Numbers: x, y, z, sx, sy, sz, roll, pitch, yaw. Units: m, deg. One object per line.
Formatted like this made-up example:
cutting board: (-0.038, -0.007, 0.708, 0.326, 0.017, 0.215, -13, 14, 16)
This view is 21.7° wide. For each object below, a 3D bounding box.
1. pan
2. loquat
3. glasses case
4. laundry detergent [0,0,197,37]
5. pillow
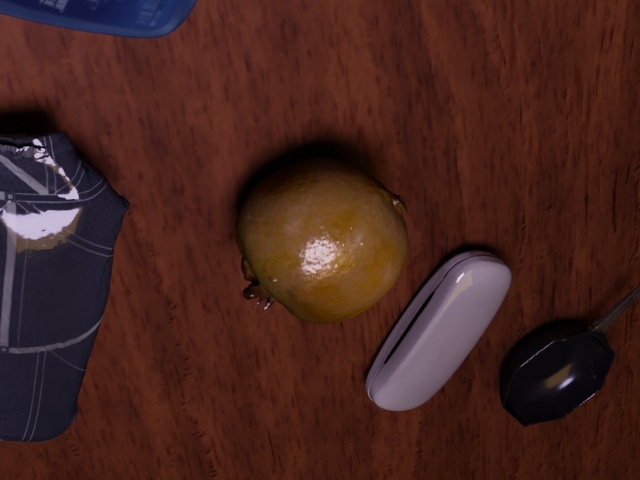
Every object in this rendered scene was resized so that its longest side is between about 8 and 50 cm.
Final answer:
pan: (0.277, 0.115, 1.794, 0.202, 0.048, 0.128, -37, 140, 8)
loquat: (0.000, 0.000, 1.447, 0.163, 0.137, 0.163, -24, 155, -12)
glasses case: (0.117, 0.092, 1.672, 0.081, 0.051, 0.204, 11, 124, -39)
laundry detergent: (-0.216, -0.216, 1.135, 0.290, 0.094, 0.143, 0, 134, -32)
pillow: (-0.252, 0.044, 1.371, 0.161, 0.092, 0.335, -1, 130, -25)
